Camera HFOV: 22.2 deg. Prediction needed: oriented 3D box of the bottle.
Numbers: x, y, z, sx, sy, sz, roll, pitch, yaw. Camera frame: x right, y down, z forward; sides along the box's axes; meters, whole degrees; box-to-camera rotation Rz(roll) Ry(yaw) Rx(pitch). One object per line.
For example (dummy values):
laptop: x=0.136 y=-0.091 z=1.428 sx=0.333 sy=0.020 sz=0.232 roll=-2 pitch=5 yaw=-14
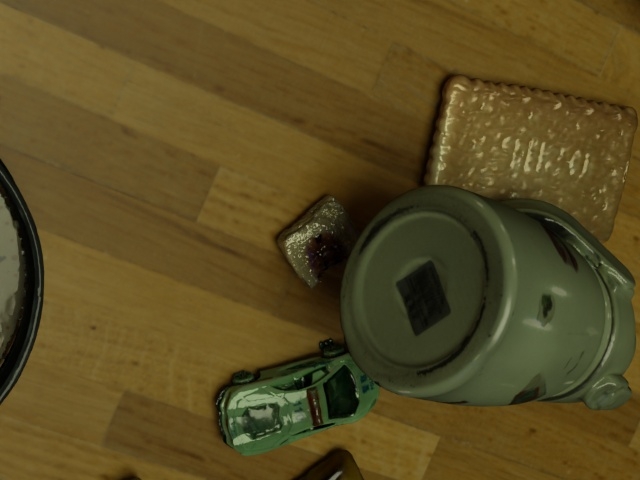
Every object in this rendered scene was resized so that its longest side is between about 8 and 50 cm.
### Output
bottle: x=0.197 y=0.067 z=1.686 sx=0.351 sy=0.229 sz=0.229 roll=14 pitch=98 yaw=-50

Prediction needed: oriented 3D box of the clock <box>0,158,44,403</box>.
clock: x=-0.440 y=0.043 z=1.486 sx=0.386 sy=0.076 sz=0.386 roll=-6 pitch=106 yaw=-22

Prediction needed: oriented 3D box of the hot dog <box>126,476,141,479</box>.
hot dog: x=-0.209 y=0.373 z=1.663 sx=0.123 sy=0.093 sz=0.262 roll=0 pitch=103 yaw=-24

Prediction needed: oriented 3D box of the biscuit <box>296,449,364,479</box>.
biscuit: x=-0.004 y=0.343 z=1.779 sx=0.174 sy=0.039 sz=0.183 roll=-33 pitch=114 yaw=-16

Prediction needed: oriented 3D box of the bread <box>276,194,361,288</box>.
bread: x=0.000 y=0.000 z=1.696 sx=0.083 sy=0.035 sz=0.070 roll=-36 pitch=113 yaw=-9

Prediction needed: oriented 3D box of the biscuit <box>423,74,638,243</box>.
biscuit: x=0.229 y=-0.087 z=1.777 sx=0.249 sy=0.030 sz=0.160 roll=7 pitch=100 yaw=-25

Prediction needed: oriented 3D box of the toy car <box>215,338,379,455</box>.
toy car: x=-0.018 y=0.167 z=1.717 sx=0.186 sy=0.058 sz=0.093 roll=-15 pitch=107 yaw=-20
